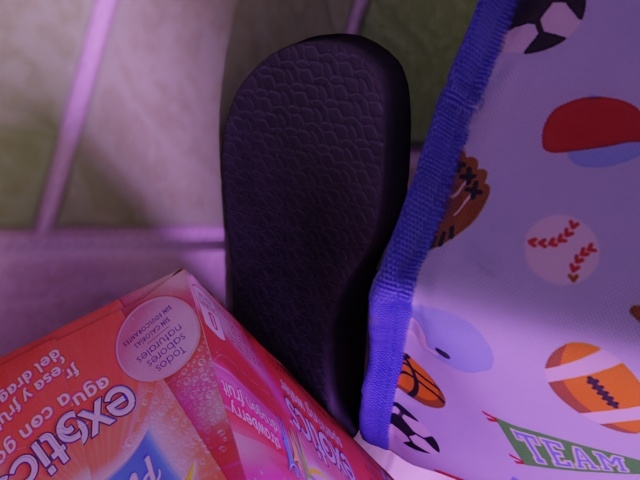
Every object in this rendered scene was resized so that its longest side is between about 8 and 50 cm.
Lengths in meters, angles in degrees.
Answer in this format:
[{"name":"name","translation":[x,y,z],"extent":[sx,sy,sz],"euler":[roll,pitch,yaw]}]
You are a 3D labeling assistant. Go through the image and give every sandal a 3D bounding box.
[{"name":"sandal","translation":[-0.001,0.000,0.809],"extent":[0.054,0.097,0.254],"euler":[-34,148,-37]}]

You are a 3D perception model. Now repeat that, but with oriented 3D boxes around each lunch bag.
[{"name":"lunch bag","translation":[0.195,0.050,0.808],"extent":[0.385,0.328,0.239],"euler":[89,22,-65]}]

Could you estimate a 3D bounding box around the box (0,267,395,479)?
[{"name":"box","translation":[-0.043,0.162,0.753],"extent":[0.142,0.154,0.300],"euler":[-26,147,9]}]
